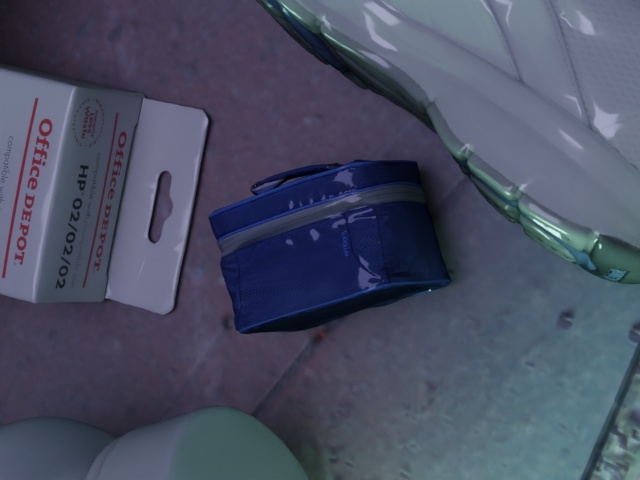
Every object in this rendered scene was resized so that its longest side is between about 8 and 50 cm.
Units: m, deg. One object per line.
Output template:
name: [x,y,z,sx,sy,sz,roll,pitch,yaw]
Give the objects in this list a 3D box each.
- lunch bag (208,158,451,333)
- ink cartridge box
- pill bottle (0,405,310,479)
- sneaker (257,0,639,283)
lunch bag: [0.000,0.000,0.799,0.098,0.067,0.065,-18,81,28]
ink cartridge box: [-0.151,-0.031,0.882,0.181,0.061,0.104,13,95,27]
pill bottle: [-0.155,0.182,0.815,0.318,0.176,0.176,-23,79,26]
sneaker: [0.055,-0.111,0.767,0.297,0.111,0.129,41,92,18]
